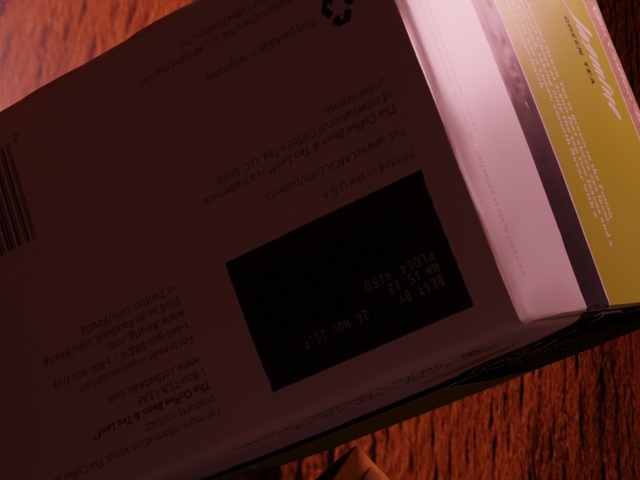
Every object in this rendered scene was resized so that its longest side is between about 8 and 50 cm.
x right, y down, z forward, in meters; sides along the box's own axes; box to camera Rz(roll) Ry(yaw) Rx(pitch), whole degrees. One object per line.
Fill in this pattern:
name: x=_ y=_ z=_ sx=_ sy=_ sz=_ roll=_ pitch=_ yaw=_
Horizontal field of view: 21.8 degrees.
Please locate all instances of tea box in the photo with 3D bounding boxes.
tea box: x=0.000 y=0.000 z=0.953 sx=0.323 sy=0.329 sz=0.220 roll=2 pitch=67 yaw=-62

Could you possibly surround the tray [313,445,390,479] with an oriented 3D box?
tray: x=0.120 y=0.329 z=1.031 sx=0.411 sy=0.076 sz=0.203 roll=47 pitch=22 yaw=-1
